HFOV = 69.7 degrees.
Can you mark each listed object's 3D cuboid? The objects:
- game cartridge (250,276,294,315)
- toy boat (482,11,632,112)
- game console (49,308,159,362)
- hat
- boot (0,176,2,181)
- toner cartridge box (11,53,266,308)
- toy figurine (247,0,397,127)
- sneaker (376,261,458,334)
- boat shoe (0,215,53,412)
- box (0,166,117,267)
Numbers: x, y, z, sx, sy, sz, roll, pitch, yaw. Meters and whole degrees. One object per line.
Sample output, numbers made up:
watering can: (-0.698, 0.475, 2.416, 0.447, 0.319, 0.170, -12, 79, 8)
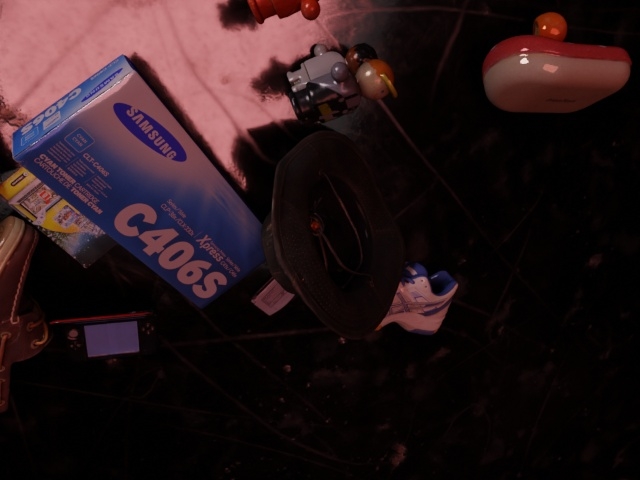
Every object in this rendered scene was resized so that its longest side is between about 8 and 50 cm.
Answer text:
game cartridge: (-0.079, 0.095, 0.835, 0.083, 0.017, 0.056, -44, 114, 4)
toy boat: (0.382, -0.305, 0.766, 0.231, 0.151, 0.150, -3, 82, -17)
game console: (-0.338, 0.156, 0.736, 0.144, 0.085, 0.124, -2, 112, -17)
hat: (0.000, 0.000, 0.717, 0.134, 0.331, 0.331, -19, 125, 35)
boot: (-0.556, -0.125, 0.547, 0.262, 0.095, 0.203, -16, 117, -14)
toner cartridge box: (-0.211, -0.055, 0.638, 0.165, 0.075, 0.347, -38, 136, -3)
toy figurine: (0.008, -0.272, 0.597, 0.148, 0.213, 0.209, -21, 117, 7)
sneaker: (0.125, 0.088, 0.840, 0.297, 0.112, 0.130, 10, 115, -36)
boat shoe: (-0.460, 0.124, 0.675, 0.123, 0.123, 0.341, 17, 106, -37)
box: (-0.309, -0.091, 0.664, 0.233, 0.044, 0.159, -39, 119, 0)
